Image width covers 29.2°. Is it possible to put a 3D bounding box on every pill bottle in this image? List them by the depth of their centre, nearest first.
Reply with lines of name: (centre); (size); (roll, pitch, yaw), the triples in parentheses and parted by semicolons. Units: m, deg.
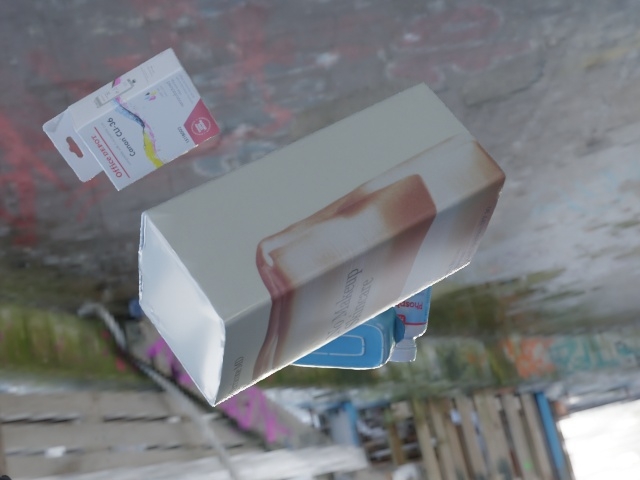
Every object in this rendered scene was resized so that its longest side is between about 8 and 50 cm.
pill bottle: (0.104, 0.077, 1.639); (0.087, 0.160, 0.087); (6, -174, -1)

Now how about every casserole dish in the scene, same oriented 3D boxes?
casserole dish: (0.011, 0.118, 1.542); (0.188, 0.037, 0.114); (4, 132, 6)

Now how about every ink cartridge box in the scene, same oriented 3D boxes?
ink cartridge box: (-0.246, -0.147, 1.598); (0.198, 0.067, 0.115); (-31, 130, 0)

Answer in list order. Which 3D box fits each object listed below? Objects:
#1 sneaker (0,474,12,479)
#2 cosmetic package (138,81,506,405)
sneaker: (-0.454, 0.324, 1.489); (0.235, 0.097, 0.084); (13, 111, -47)
cosmetic package: (0.000, 0.000, 1.078); (0.296, 0.129, 0.153); (-27, 155, -24)
